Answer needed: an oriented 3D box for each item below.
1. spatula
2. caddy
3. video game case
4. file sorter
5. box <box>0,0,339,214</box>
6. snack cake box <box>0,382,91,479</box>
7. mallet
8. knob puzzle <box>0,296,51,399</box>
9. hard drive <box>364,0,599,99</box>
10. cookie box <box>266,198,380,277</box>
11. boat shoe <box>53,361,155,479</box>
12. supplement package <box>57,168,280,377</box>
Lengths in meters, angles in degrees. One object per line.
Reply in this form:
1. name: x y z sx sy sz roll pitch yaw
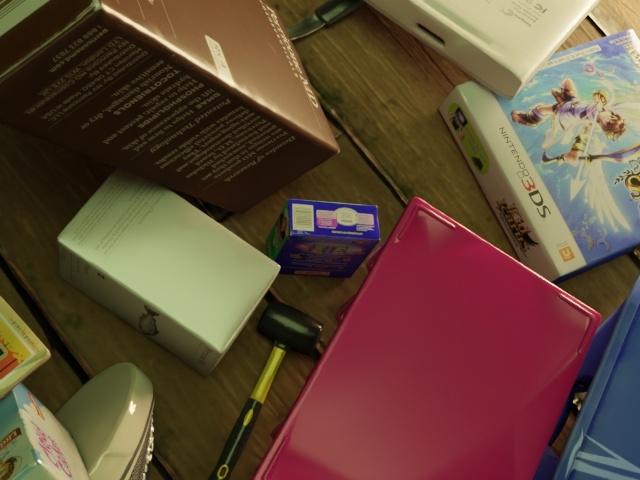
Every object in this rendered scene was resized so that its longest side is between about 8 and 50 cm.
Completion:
1. spatula: -0.016 -0.247 1.075 0.296 0.030 0.084 -36 80 -24
2. caddy: 0.283 0.186 0.866 0.179 0.241 0.341 20 62 23
3. video game case: 0.310 -0.101 1.090 0.270 0.061 0.244 -21 77 -21
4. file sorter: 0.078 0.155 0.861 0.202 0.182 0.290 32 66 -2
5. box: -0.146 -0.165 0.816 0.143 0.381 0.191 -30 70 17
6. snack cake box: -0.299 0.239 0.700 0.264 0.152 0.089 -40 118 -9
7. mallet: -0.051 0.152 0.911 0.062 0.039 0.189 19 70 -3
8. knob puzzle: -0.337 0.085 0.711 0.213 0.030 0.213 2 66 -5
9. hard drive: 0.225 -0.339 1.132 0.233 0.047 0.353 37 59 10
10. cookie box: 0.000 0.000 0.941 0.092 0.107 0.040 4 67 -14
11. boat shoe: -0.190 0.280 0.792 0.158 0.127 0.340 49 43 -31
12. supplement package: -0.145 0.029 0.892 0.179 0.105 0.105 34 64 0
